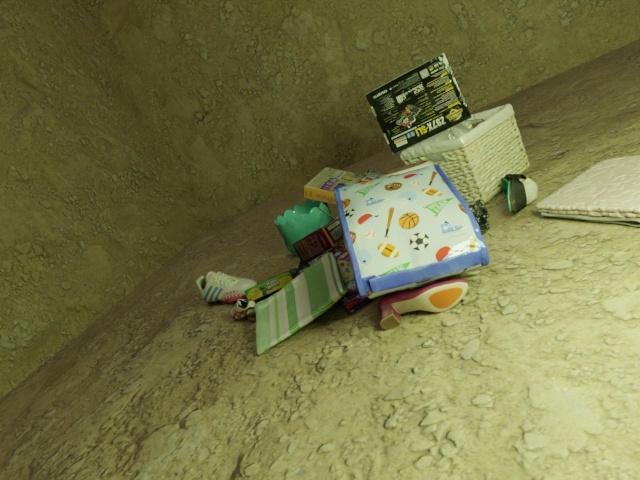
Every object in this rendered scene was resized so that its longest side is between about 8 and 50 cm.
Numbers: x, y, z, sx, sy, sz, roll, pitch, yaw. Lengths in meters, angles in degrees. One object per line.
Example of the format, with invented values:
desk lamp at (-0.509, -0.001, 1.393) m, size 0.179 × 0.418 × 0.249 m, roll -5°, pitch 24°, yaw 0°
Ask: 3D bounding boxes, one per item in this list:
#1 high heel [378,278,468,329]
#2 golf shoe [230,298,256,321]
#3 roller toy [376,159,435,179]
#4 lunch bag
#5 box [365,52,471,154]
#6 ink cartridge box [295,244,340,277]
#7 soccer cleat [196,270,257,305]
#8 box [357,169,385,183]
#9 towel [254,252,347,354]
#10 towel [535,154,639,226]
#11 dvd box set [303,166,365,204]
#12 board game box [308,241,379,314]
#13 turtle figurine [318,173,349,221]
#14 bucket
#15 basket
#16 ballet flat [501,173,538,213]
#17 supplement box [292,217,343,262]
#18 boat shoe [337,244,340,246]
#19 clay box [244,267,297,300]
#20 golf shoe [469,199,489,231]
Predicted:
high heel at (0.253, 0.137, 1.201) m, size 0.244 × 0.082 × 0.117 m, roll -35°, pitch 22°, yaw 25°
golf shoe at (-0.278, 0.244, 1.735) m, size 0.186 × 0.086 × 0.067 m, roll -11°, pitch 22°, yaw 50°
roller toy at (0.284, -0.162, 1.515) m, size 0.191 × 0.146 × 0.209 m, roll -15°, pitch 10°, yaw 17°
lunch bag at (0.222, -0.007, 1.254) m, size 0.327 × 0.239 × 0.385 m, roll -16°, pitch 29°, yaw 3°
box at (0.366, -0.511, 1.793) m, size 0.321 × 0.257 × 0.079 m, roll -24°, pitch 15°, yaw 19°
ink cartridge box at (-0.002, 0.094, 1.807) m, size 0.165 × 0.065 × 0.333 m, roll -24°, pitch 16°, yaw 10°
soccer cleat at (-0.411, 0.191, 2.019) m, size 0.331 × 0.143 × 0.116 m, roll -14°, pitch 20°, yaw 38°
box at (0.319, -0.226, 2.053) m, size 0.293 × 0.057 × 0.201 m, roll 13°, pitch 29°, yaw 16°
towel at (-0.072, 0.187, 1.483) m, size 0.324 × 0.038 × 0.248 m, roll -34°, pitch 27°, yaw 9°
towel at (0.799, -0.142, 1.249) m, size 0.316 × 0.053 × 0.332 m, roll -32°, pitch 15°, yaw -13°
dvd box set at (0.169, -0.228, 2.162) m, size 0.420 × 0.062 × 0.308 m, roll 13°, pitch 29°, yaw 14°
board game box at (0.106, 0.097, 1.534) m, size 0.208 × 0.056 × 0.347 m, roll -26°, pitch 25°, yaw -11°
turtle figurine at (0.148, -0.123, 1.925) m, size 0.266 × 0.275 × 0.198 m, roll -3°, pitch 25°, yaw 24°
bucket at (-0.061, -0.065, 2.195) m, size 0.281 × 0.183 × 0.281 m, roll -26°, pitch 15°, yaw 7°
basket at (0.553, -0.313, 1.817) m, size 0.331 × 0.267 × 0.328 m, roll -36°, pitch 18°, yaw -27°
ballet flat at (0.641, -0.165, 1.527) m, size 0.096 × 0.095 × 0.280 m, roll -8°, pitch 21°, yaw 19°
supplement box at (0.000, 0.000, 1.757) m, size 0.188 × 0.081 × 0.104 m, roll -28°, pitch 4°, yaw 43°
boat shoe at (0.122, 0.044, 1.737) m, size 0.142 × 0.049 × 0.040 m, roll 0°, pitch 29°, yaw 11°
clay box at (-0.195, 0.175, 1.823) m, size 0.222 × 0.053 × 0.127 m, roll -23°, pitch -2°, yaw 9°
golf shoe at (0.478, -0.059, 1.502) m, size 0.093 × 0.077 × 0.198 m, roll -31°, pitch 5°, yaw 28°
